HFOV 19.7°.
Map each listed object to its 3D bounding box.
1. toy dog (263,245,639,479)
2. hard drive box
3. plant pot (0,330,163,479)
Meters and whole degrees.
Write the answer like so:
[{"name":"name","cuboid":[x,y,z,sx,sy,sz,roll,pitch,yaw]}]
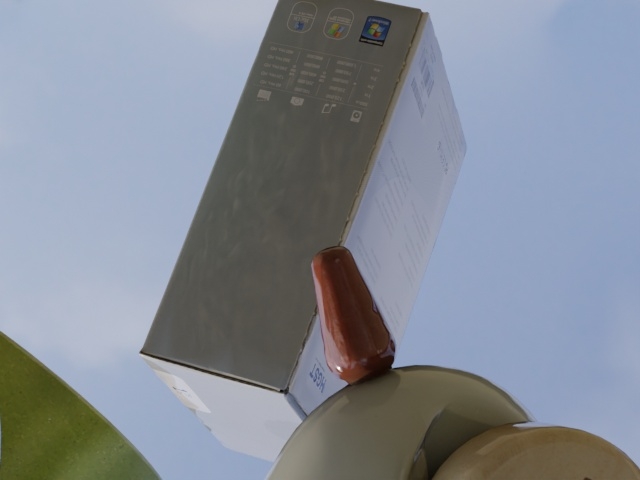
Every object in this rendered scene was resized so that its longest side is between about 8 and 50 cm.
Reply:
[{"name":"toy dog","cuboid":[-0.038,0.128,0.645,0.333,0.161,0.220,-37,-174,-33]},{"name":"hard drive box","cuboid":[0.000,0.000,1.058,0.089,0.181,0.232,14,-109,18]},{"name":"plant pot","cuboid":[-0.309,0.220,1.358,0.275,0.275,0.293,20,-115,44]}]
